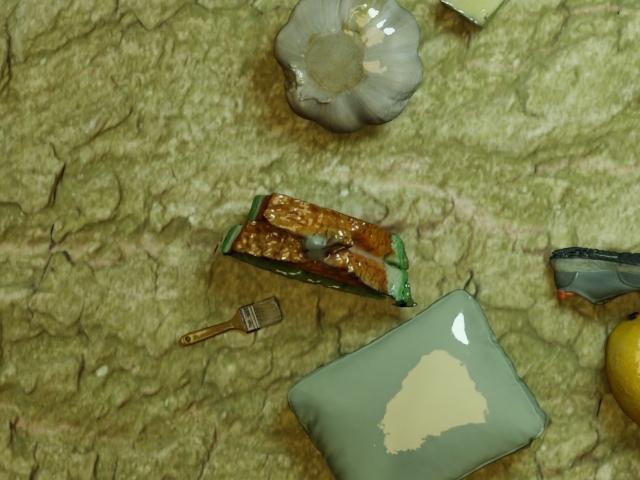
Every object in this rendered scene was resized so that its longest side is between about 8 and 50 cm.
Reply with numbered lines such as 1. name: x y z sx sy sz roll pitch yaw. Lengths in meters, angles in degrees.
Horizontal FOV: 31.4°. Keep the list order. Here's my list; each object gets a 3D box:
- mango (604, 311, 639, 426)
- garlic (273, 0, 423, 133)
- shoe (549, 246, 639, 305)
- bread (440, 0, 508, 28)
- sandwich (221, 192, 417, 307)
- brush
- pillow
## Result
1. mango: 0.506 0.216 1.614 0.157 0.109 0.262 -34 89 -2
2. garlic: 0.047 -0.268 1.670 0.228 0.152 0.227 6 115 13
3. shoe: 0.417 0.056 1.623 0.194 0.074 0.077 8 104 41
4. bread: 0.239 -0.370 1.673 0.084 0.080 0.109 38 98 6
5. sandwich: -0.007 0.001 1.664 0.292 0.212 0.109 12 77 23
6. brush: -0.141 0.132 1.772 0.170 0.014 0.043 -19 85 10
7. pillow: 0.139 0.249 1.669 0.322 0.120 0.255 -33 83 11
